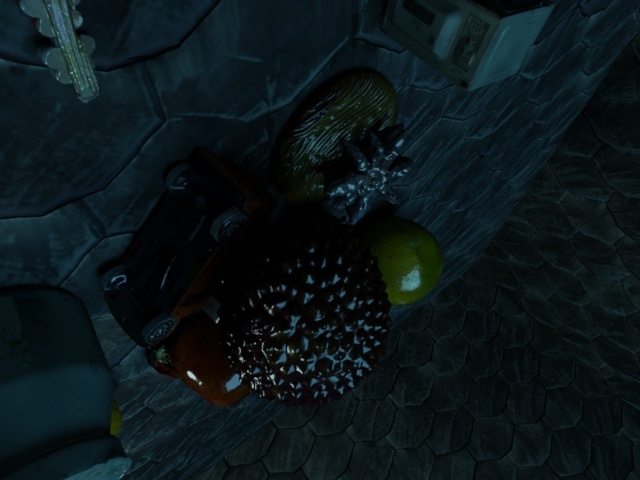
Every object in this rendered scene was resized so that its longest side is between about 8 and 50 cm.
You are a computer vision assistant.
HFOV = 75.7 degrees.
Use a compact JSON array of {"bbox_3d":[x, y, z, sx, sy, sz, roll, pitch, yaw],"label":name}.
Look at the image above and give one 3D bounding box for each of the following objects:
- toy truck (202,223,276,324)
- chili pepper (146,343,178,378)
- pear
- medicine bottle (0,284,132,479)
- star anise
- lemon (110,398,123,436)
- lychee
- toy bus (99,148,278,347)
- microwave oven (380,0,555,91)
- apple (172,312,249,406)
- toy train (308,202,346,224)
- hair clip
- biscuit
[{"bbox_3d":[-0.164,0.080,0.914,0.257,0.127,0.127,-49,169,16],"label":"toy truck"},{"bbox_3d":[-0.392,0.303,1.030,0.050,0.059,0.268,3,149,-2],"label":"chili pepper"},{"bbox_3d":[0.226,0.067,1.277,0.294,0.294,0.294,-33,153,-19],"label":"pear"},{"bbox_3d":[-0.428,0.252,0.605,0.244,0.290,0.245,-32,154,-18],"label":"medicine bottle"},{"bbox_3d":[0.097,-0.134,0.859,0.236,0.093,0.230,-11,127,-34],"label":"star anise"},{"bbox_3d":[-0.514,0.403,0.903,0.142,0.142,0.187,-33,159,-18],"label":"lemon"},{"bbox_3d":[-0.028,0.116,0.695,0.305,0.306,0.331,-30,136,-23],"label":"lychee"},{"bbox_3d":[-0.225,0.022,0.704,0.329,0.143,0.153,-52,163,14],"label":"toy bus"},{"bbox_3d":[0.224,-0.358,0.656,0.162,0.208,0.123,-27,151,-29],"label":"microwave oven"},{"bbox_3d":[-0.239,0.279,1.011,0.229,0.230,0.230,-33,153,-19],"label":"apple"},{"bbox_3d":[0.000,0.000,0.976,0.137,0.090,0.225,-64,173,-6],"label":"toy train"},{"bbox_3d":[-0.251,-0.228,0.381,0.062,0.056,0.214,-44,169,-35],"label":"hair clip"},{"bbox_3d":[0.039,-0.196,0.850,0.317,0.040,0.318,-33,154,-18],"label":"biscuit"}]
